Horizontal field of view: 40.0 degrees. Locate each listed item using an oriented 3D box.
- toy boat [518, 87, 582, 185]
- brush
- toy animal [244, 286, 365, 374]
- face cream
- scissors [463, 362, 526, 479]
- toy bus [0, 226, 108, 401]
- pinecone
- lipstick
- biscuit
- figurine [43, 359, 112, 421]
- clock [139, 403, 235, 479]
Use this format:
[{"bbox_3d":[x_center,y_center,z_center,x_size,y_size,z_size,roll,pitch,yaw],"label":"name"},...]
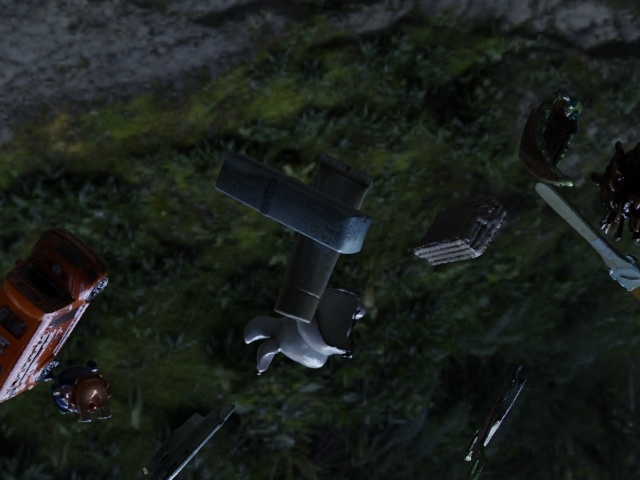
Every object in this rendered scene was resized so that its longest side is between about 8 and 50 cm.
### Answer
[{"bbox_3d":[0.400,-0.168,1.532,0.099,0.108,0.293,-9,-150,26],"label":"toy boat"},{"bbox_3d":[0.531,0.005,1.684,0.020,0.336,0.085,-44,178,-21],"label":"brush"},{"bbox_3d":[-0.030,0.235,2.273,0.247,0.183,0.310,2,163,-34],"label":"toy animal"},{"bbox_3d":[0.000,0.000,1.830,0.137,0.341,0.084,24,172,-26],"label":"face cream"},{"bbox_3d":[0.251,0.267,1.283,0.020,0.187,0.133,25,-164,2],"label":"scissors"},{"bbox_3d":[-0.532,0.138,1.618,0.143,0.329,0.153,40,-157,6],"label":"toy bus"},{"bbox_3d":[0.573,-0.086,1.484,0.212,0.169,0.185,-9,161,10],"label":"pinecone"},{"bbox_3d":[-0.048,-0.065,1.484,0.289,0.076,0.077,26,-168,32],"label":"lipstick"},{"bbox_3d":[0.256,-0.016,1.619,0.062,0.108,0.239,38,166,-9],"label":"biscuit"},{"bbox_3d":[-0.481,0.303,1.787,0.111,0.102,0.195,-2,179,-35],"label":"figurine"},{"bbox_3d":[-0.238,0.350,1.472,0.053,0.236,0.236,42,177,1],"label":"clock"}]
